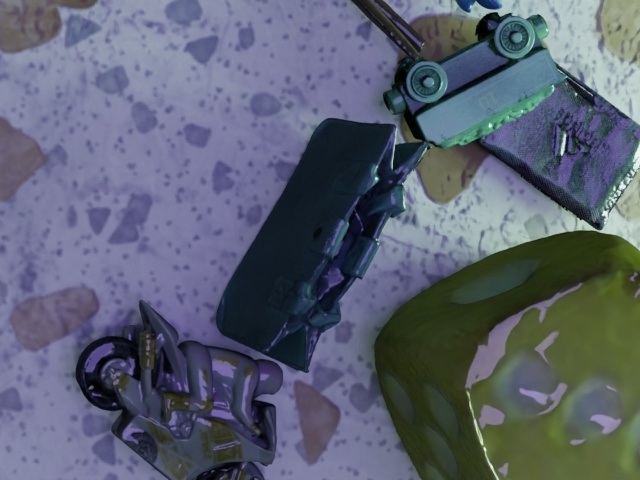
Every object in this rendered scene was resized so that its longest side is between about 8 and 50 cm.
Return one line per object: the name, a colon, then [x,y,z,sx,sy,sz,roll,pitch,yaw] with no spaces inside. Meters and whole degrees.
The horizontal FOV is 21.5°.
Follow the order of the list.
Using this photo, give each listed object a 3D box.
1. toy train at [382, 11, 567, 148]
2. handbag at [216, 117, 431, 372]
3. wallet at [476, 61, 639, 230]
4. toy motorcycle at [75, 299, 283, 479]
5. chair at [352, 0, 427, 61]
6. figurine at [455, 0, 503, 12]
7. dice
toy train: [0.145,-0.149,1.583,0.172,0.070,0.099,-28,100,-5]
handbag: [0.000,0.000,1.493,0.062,0.179,0.229,31,84,-19]
wallet: [0.239,-0.099,1.651,0.166,0.030,0.111,35,86,-15]
toy motorcycle: [-0.106,0.148,1.519,0.152,0.073,0.225,-44,107,-14]
chair: [0.042,-0.312,1.474,0.272,0.166,0.188,43,99,-3]
figurine: [0.165,-0.272,1.581,0.114,0.079,0.114,5,111,14]
dice: [0.205,0.138,1.546,0.238,0.227,0.233,-27,101,-16]
